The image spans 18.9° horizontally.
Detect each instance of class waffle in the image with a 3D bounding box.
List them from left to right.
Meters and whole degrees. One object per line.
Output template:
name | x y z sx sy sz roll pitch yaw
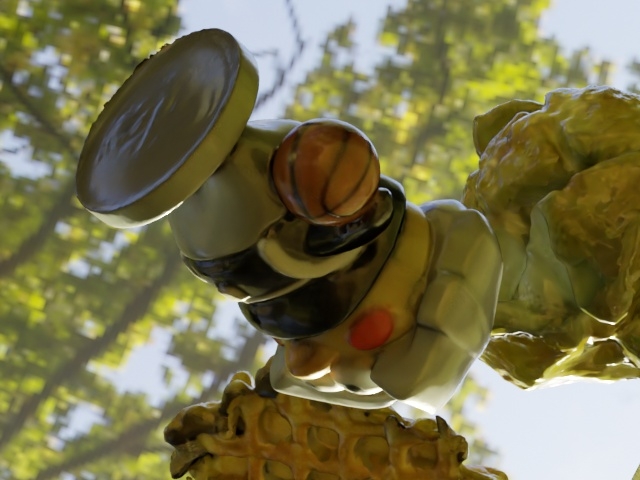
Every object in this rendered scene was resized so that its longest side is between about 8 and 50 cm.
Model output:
waffle | 0.012 0.224 1.569 0.062 0.329 0.329 -51 -37 -57

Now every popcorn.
popcorn | 0.239 0.002 1.538 0.276 0.276 0.225 51 -143 -49

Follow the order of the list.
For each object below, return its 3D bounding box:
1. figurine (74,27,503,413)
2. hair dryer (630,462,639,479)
figurine | 0.000 0.000 1.032 0.236 0.176 0.133 41 -113 -33
hair dryer | 0.342 0.135 1.693 0.073 0.131 0.236 22 -82 -56
